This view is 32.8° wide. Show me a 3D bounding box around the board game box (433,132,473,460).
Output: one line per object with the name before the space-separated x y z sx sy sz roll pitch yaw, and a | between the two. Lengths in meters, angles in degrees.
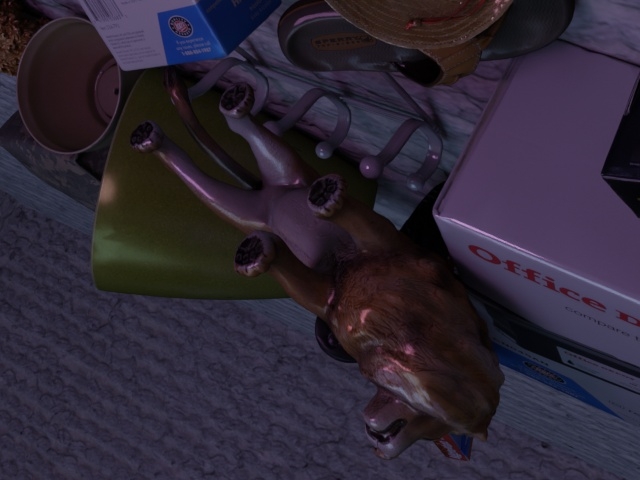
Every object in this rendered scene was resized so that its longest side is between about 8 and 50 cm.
board game box | 0.142 0.055 1.028 0.027 0.281 0.145 5 160 20

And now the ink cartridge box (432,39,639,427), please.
ink cartridge box | 0.279 0.036 0.903 0.285 0.166 0.395 24 166 24

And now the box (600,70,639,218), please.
box | 0.247 -0.081 0.449 0.220 0.175 0.051 10 162 45

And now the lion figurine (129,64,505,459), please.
lion figurine | 0.000 0.000 0.923 0.240 0.142 0.392 38 -168 -43

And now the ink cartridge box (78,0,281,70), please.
ink cartridge box | -0.144 -0.243 0.795 0.134 0.078 0.231 2 132 44

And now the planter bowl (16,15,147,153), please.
planter bowl | -0.272 -0.185 1.324 0.162 0.162 0.109 23 -166 26

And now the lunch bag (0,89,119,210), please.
lunch bag | -0.278 -0.106 1.575 0.235 0.169 0.287 16 158 46

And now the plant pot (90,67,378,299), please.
plant pot | -0.089 -0.039 1.296 0.294 0.274 0.275 14 167 1

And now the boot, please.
boot | 0.088 0.055 1.239 0.094 0.246 0.207 38 166 10

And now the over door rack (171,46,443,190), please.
over door rack | -0.039 -0.155 0.984 0.240 0.108 0.324 22 166 26

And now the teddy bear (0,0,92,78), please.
teddy bear | -0.443 -0.280 1.373 0.245 0.113 0.338 15 162 41

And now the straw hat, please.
straw hat | 0.060 -0.196 0.688 0.144 0.144 0.061 31 -150 -8

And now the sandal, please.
sandal | 0.068 -0.142 0.764 0.219 0.060 0.090 -2 146 20
